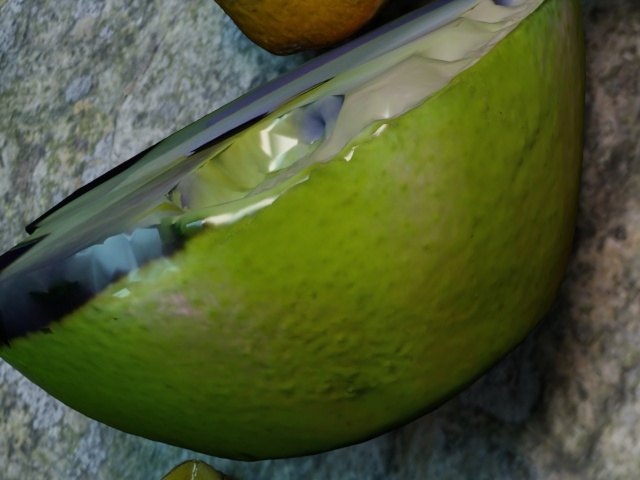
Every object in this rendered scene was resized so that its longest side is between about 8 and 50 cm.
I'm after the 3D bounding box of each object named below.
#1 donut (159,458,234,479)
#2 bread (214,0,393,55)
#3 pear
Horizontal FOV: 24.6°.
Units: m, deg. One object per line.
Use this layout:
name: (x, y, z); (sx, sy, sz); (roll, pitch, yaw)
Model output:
donut: (-0.081, 0.184, 0.989); (0.083, 0.038, 0.067); (-41, 52, 27)
bread: (0.008, -0.262, 1.029); (0.195, 0.142, 0.270); (5, 73, 54)
pear: (0.005, 0.002, 0.840); (0.398, 0.399, 0.165); (-21, 103, 34)
